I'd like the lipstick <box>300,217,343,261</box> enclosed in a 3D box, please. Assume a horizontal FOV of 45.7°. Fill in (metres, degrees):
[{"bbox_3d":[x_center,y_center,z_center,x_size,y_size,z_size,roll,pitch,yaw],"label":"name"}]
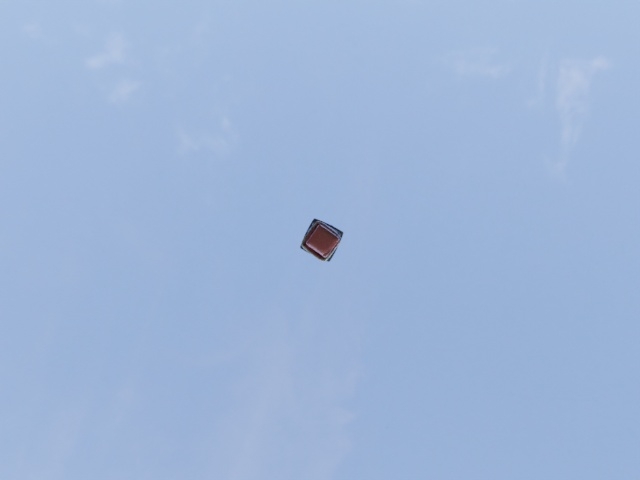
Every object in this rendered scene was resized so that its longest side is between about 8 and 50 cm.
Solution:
[{"bbox_3d":[0.000,0.000,1.005,0.051,0.312,0.051,28,-89,1],"label":"lipstick"}]
